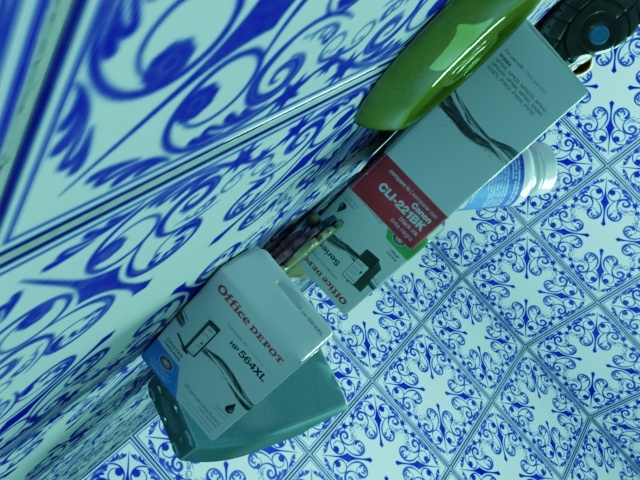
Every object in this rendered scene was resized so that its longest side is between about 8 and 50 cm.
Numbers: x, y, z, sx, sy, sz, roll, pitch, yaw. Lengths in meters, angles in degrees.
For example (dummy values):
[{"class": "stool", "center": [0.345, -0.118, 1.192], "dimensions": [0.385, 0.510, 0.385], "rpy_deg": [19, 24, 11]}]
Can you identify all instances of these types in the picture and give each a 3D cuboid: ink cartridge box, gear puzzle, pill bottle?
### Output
[{"class": "ink cartridge box", "center": [-0.106, 0.128, 0.876], "dimensions": [0.203, 0.148, 0.086], "rpy_deg": [-46, 173, 33]}, {"class": "gear puzzle", "center": [-0.113, 0.073, 1.041], "dimensions": [0.339, 0.044, 0.175], "rpy_deg": [-41, 178, 23]}, {"class": "pill bottle", "center": [0.342, -0.141, 1.464], "dimensions": [0.271, 0.153, 0.152], "rpy_deg": [-4, 163, -17]}, {"class": "ink cartridge box", "center": [0.069, -0.002, 1.146], "dimensions": [0.208, 0.153, 0.087], "rpy_deg": [-46, 174, 32]}, {"class": "ink cartridge box", "center": [0.180, -0.139, 0.887], "dimensions": [0.273, 0.114, 0.197], "rpy_deg": [-44, -176, 19]}]

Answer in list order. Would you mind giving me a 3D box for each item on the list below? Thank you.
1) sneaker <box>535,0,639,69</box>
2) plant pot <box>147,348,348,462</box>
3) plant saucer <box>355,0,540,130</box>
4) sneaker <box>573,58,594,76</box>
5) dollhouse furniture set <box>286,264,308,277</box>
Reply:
[{"class": "sneaker", "center": [0.422, -0.354, 1.262], "dimensions": [0.340, 0.125, 0.140], "rpy_deg": [-39, -165, 17]}, {"class": "plant pot", "center": [-0.150, 0.256, 1.230], "dimensions": [0.252, 0.247, 0.248], "rpy_deg": [-20, 165, -30]}, {"class": "plant saucer", "center": [0.134, -0.183, 0.678], "dimensions": [0.241, 0.037, 0.241], "rpy_deg": [-42, 175, -4]}, {"class": "sneaker", "center": [0.531, -0.406, 1.528], "dimensions": [0.106, 0.123, 0.290], "rpy_deg": [-47, 175, 36]}, {"class": "dollhouse furniture set", "center": [0.000, 0.000, 1.401], "dimensions": [0.151, 0.123, 0.144], "rpy_deg": [2, 151, -29]}]
